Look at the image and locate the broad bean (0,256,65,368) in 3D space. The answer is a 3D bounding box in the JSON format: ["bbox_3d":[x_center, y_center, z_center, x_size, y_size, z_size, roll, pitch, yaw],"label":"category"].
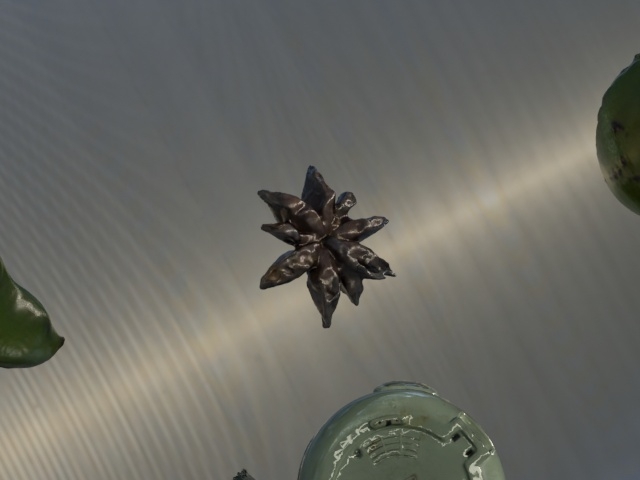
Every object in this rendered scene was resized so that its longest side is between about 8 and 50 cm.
[{"bbox_3d":[-0.293,0.012,0.920,0.318,0.098,0.056,35,2,-45],"label":"broad bean"}]

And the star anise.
[{"bbox_3d":[0.000,0.000,1.532,0.195,0.065,0.182,-39,91,-27],"label":"star anise"}]

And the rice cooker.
[{"bbox_3d":[0.107,0.332,1.739,0.277,0.288,0.288,66,-2,-83],"label":"rice cooker"}]

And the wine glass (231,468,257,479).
[{"bbox_3d":[-0.073,0.476,2.107,0.222,0.103,0.103,41,24,2],"label":"wine glass"}]

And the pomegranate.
[{"bbox_3d":[0.479,-0.129,1.453,0.216,0.309,0.358,35,-1,37],"label":"pomegranate"}]
